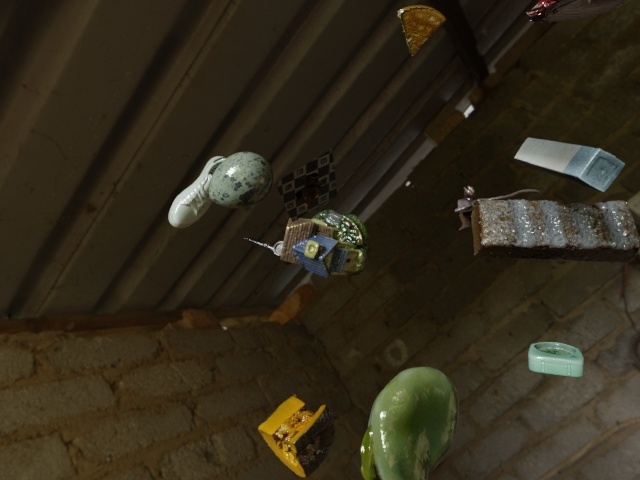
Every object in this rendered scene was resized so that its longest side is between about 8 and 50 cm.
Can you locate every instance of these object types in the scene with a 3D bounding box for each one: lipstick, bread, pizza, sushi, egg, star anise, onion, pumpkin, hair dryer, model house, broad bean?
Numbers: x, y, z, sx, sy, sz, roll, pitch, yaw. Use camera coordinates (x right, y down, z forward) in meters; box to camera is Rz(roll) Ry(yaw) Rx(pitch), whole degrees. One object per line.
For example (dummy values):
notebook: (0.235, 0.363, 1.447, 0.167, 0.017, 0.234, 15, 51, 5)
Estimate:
lipstick: (0.548, -0.182, 0.951, 0.068, 0.066, 0.317, -61, 6, 17)
bread: (0.636, -0.029, 1.151, 0.417, 0.165, 0.113, 1, -33, 4)
pizza: (0.378, -0.790, 1.573, 0.185, 0.036, 0.176, -5, -52, -2)
sushi: (-0.042, -0.170, 1.257, 0.193, 0.040, 0.210, -33, -31, -11)
egg: (-0.199, -0.146, 1.035, 0.172, 0.132, 0.132, -27, -24, 11)
star anise: (0.562, -0.108, 1.323, 0.218, 0.227, 0.148, -36, -57, -49)
onion: (0.672, -0.651, 1.068, 0.284, 0.120, 0.227, -11, 2, 9)
pumpkin: (-0.067, 0.483, 1.087, 0.139, 0.190, 0.280, -36, -39, -30)
hair dryer: (-0.242, 0.033, 1.921, 0.070, 0.255, 0.128, -63, -24, -18)
model house: (0.000, 0.000, 1.685, 0.266, 0.321, 0.261, 3, -77, -49)
broad bean: (0.155, 0.330, 0.733, 0.228, 0.169, 0.100, -39, 8, -24)

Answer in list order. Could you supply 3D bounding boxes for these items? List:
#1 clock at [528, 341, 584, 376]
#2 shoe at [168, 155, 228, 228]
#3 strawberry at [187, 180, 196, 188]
clock: (0.800, 0.394, 1.416, 0.211, 0.159, 0.066, -9, -82, -60)
shoe: (-0.472, -0.199, 1.706, 0.132, 0.160, 0.363, 41, -110, -29)
strawberry: (-0.584, -0.214, 1.962, 0.145, 0.145, 0.086, -41, -28, 2)
